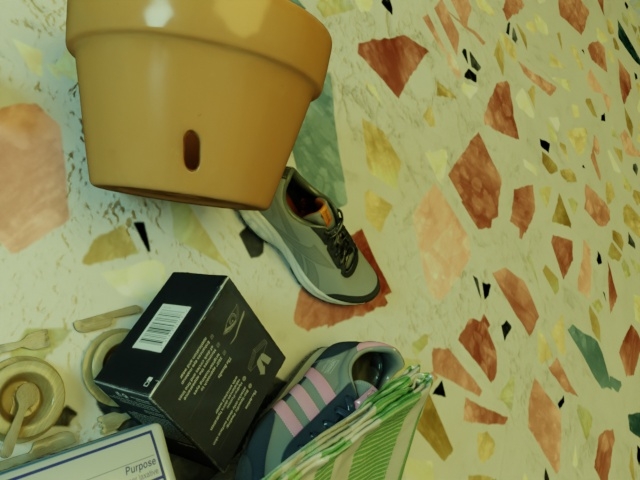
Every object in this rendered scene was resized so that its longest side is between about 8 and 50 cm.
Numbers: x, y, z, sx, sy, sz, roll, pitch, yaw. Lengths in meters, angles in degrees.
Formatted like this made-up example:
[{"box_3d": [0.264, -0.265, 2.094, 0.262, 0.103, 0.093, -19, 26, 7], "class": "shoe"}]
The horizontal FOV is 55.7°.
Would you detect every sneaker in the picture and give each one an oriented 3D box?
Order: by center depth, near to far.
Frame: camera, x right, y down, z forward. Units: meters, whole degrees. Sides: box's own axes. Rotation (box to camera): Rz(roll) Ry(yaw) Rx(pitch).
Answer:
[{"box_3d": [0.008, 0.227, 0.752, 0.112, 0.131, 0.319, 60, 34, -17], "class": "sneaker"}, {"box_3d": [0.000, 0.000, 0.869, 0.271, 0.108, 0.100, 44, 51, -25], "class": "sneaker"}]

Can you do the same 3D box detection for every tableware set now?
[{"box_3d": [-0.256, 0.150, 0.641, 0.194, 0.039, 0.128, -14, 87, -44], "class": "tableware set"}]

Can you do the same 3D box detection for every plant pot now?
[{"box_3d": [-0.142, -0.146, 0.687, 0.291, 0.291, 0.203, 7, 89, -40], "class": "plant pot"}]

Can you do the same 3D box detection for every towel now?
[{"box_3d": [0.009, 0.297, 0.676, 0.325, 0.038, 0.247, -20, 130, -48], "class": "towel"}]

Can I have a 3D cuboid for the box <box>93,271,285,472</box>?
[{"box_3d": [-0.138, 0.145, 0.682, 0.156, 0.093, 0.158, -60, 137, -35], "class": "box"}]

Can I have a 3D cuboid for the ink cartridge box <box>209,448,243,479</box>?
[{"box_3d": [-0.034, 0.333, 0.778, 0.232, 0.066, 0.189, -34, 101, -38], "class": "ink cartridge box"}]

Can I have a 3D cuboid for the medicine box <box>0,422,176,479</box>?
[{"box_3d": [-0.240, 0.336, 0.496, 0.264, 0.149, 0.289, -8, 72, -43], "class": "medicine box"}]
